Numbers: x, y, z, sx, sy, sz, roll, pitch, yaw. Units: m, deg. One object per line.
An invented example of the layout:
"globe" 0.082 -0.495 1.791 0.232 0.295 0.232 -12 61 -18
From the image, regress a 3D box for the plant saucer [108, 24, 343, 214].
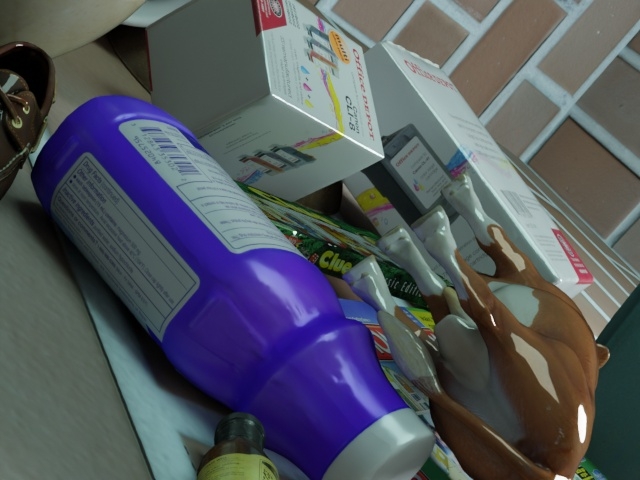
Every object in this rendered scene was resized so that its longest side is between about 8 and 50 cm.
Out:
"plant saucer" -0.087 -0.146 1.332 0.310 0.050 0.310 37 14 -11

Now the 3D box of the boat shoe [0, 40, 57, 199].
"boat shoe" -0.195 -0.069 0.705 0.073 0.073 0.207 37 14 -18

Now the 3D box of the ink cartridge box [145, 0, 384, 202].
"ink cartridge box" -0.048 -0.129 1.109 0.176 0.127 0.128 24 49 -52

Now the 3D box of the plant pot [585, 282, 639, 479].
"plant pot" 0.308 0.128 1.087 0.166 0.234 0.165 43 7 8

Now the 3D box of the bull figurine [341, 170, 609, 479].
"bull figurine" 0.112 0.061 0.787 0.188 0.101 0.310 52 10 0

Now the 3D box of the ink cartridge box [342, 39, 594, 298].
"ink cartridge box" 0.139 -0.044 1.326 0.306 0.131 0.226 55 17 15

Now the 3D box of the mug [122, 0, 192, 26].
"mug" -0.244 -0.390 1.302 0.374 0.276 0.328 3 18 -17

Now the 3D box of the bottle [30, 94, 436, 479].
"bottle" -0.050 0.034 0.719 0.283 0.092 0.118 46 12 24

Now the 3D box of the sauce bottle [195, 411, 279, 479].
"sauce bottle" -0.039 0.118 0.581 0.042 0.042 0.128 37 15 -13

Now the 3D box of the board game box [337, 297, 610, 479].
"board game box" 0.091 0.131 0.904 0.213 0.046 0.317 46 14 21

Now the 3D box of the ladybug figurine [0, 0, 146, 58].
"ladybug figurine" -0.300 -0.273 0.886 0.449 0.162 0.305 48 15 29

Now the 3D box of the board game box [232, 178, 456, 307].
"board game box" 0.000 0.000 1.027 0.136 0.030 0.260 30 7 42
